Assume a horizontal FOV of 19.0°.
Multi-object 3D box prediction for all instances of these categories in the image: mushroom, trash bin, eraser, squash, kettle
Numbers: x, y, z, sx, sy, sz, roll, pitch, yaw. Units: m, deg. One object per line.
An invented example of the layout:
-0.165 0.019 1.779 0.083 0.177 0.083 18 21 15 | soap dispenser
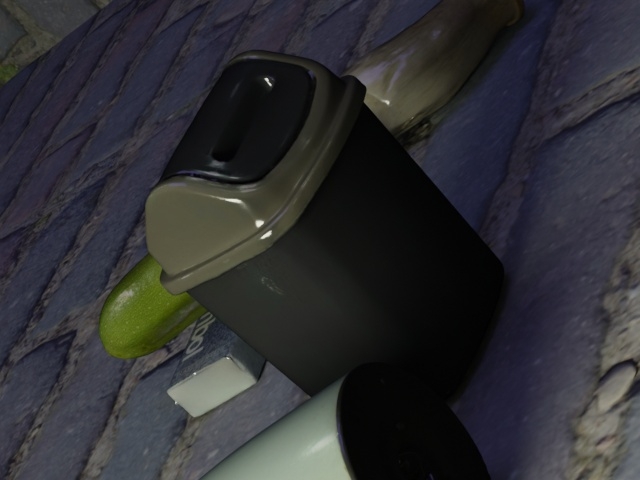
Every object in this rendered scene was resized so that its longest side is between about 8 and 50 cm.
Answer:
0.112 -0.191 2.029 0.247 0.096 0.108 -42 18 -5 | mushroom
0.000 0.000 1.561 0.182 0.290 0.209 -27 26 41 | trash bin
-0.083 0.082 1.939 0.092 0.046 0.212 -31 23 33 | eraser
-0.099 0.006 1.920 0.341 0.094 0.094 -37 20 16 | squash
-0.021 0.224 1.332 0.236 0.161 0.221 -34 17 30 | kettle
